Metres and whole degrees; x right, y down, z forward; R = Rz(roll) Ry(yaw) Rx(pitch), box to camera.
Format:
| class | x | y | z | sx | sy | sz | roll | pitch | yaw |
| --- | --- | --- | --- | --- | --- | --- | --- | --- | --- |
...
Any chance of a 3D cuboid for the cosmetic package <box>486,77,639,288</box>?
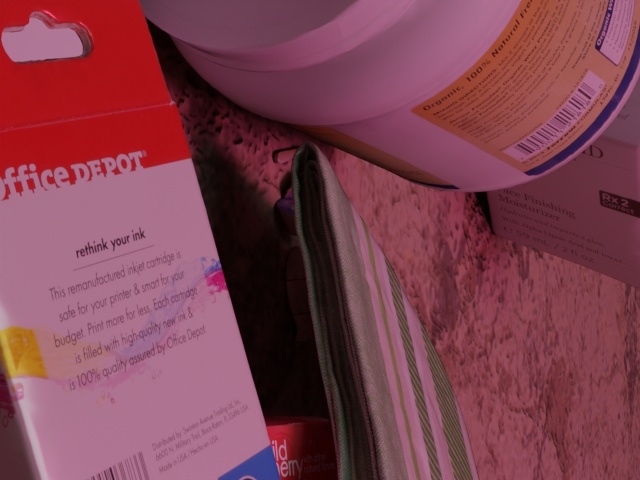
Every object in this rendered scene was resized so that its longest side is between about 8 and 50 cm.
| class | x | y | z | sx | sy | sz | roll | pitch | yaw |
| --- | --- | --- | --- | --- | --- | --- | --- | --- | --- |
| cosmetic package | 0.231 | -0.089 | 1.187 | 0.151 | 0.151 | 0.183 | -54 | 148 | -26 |

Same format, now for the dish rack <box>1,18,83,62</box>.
| class | x | y | z | sx | sy | sz | roll | pitch | yaw |
| --- | --- | --- | --- | --- | --- | --- | --- | --- | --- |
| dish rack | -0.165 | -0.100 | 0.585 | 0.285 | 0.072 | 0.333 | 25 | 64 | -60 |

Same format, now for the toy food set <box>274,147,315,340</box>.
| class | x | y | z | sx | sy | sz | roll | pitch | yaw |
| --- | --- | --- | --- | --- | --- | --- | --- | --- | --- |
| toy food set | 0.000 | 0.000 | 0.939 | 0.078 | 0.019 | 0.122 | -18 | 101 | -63 |

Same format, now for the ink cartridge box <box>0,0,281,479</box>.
| class | x | y | z | sx | sy | sz | roll | pitch | yaw |
| --- | --- | --- | --- | --- | --- | --- | --- | --- | --- |
| ink cartridge box | -0.097 | 0.030 | 0.511 | 0.134 | 0.078 | 0.231 | -20 | 95 | -61 |

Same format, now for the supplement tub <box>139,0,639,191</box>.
| class | x | y | z | sx | sy | sz | roll | pitch | yaw |
| --- | --- | --- | --- | --- | --- | --- | --- | --- | --- |
| supplement tub | 0.043 | -0.161 | 0.829 | 0.316 | 0.228 | 0.228 | 18 | 69 | -61 |

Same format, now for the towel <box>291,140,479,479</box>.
| class | x | y | z | sx | sy | sz | roll | pitch | yaw |
| --- | --- | --- | --- | --- | --- | --- | --- | --- | --- |
| towel | 0.054 | 0.125 | 0.889 | 0.325 | 0.038 | 0.248 | 57 | 19 | -55 |

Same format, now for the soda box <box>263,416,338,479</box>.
| class | x | y | z | sx | sy | sz | roll | pitch | yaw |
| --- | --- | --- | --- | --- | --- | --- | --- | --- | --- |
| soda box | -0.082 | 0.134 | 0.681 | 0.263 | 0.083 | 0.092 | 8 | 77 | -62 |
